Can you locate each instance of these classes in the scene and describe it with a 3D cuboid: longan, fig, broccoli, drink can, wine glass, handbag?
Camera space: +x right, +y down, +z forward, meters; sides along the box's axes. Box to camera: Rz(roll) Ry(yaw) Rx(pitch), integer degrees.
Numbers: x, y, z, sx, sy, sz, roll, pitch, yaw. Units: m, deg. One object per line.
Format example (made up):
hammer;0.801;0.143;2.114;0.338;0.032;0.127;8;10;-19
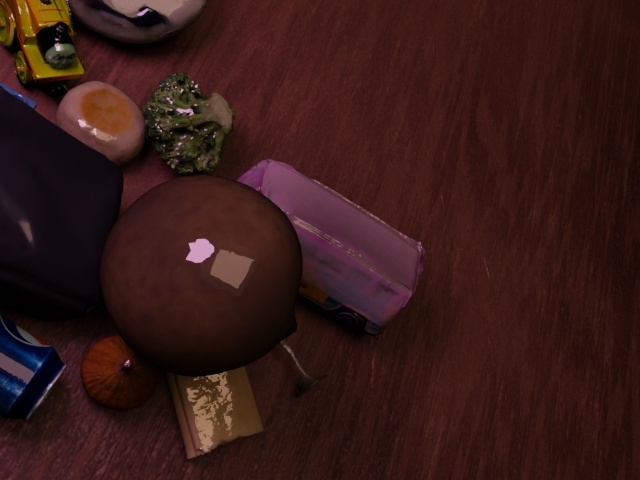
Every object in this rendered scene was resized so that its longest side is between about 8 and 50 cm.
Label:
longan;-0.168;0.051;0.996;0.319;0.319;0.319;11;66;-24
fig;-0.300;0.185;1.030;0.119;0.153;0.119;15;41;-14
broccoli;-0.233;-0.208;1.208;0.195;0.156;0.195;13;68;-36
drink can;-0.471;0.163;0.957;0.205;0.118;0.118;37;58;-12
wine glass;-0.089;0.152;1.197;0.074;0.074;0.262;-32;85;-34
handbag;-0.451;-0.050;0.978;0.302;0.178;0.275;37;49;-52

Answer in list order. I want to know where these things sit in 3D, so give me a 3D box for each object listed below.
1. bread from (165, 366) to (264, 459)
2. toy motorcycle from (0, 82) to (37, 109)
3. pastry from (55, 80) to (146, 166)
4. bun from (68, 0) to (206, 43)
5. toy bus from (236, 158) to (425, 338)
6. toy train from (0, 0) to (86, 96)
bread;-0.175;0.249;1.114;0.139;0.060;0.178;-13;77;-31
toy motorcycle;-0.614;-0.257;0.980;0.416;0.232;0.172;31;48;-15
pastry;-0.375;-0.203;1.173;0.156;0.092;0.156;15;62;-30
bun;-0.356;-0.495;1.257;0.283;0.179;0.283;-1;93;-23
toy bus;0.000;0.000;1.224;0.386;0.162;0.171;30;40;-14
toy train;-0.490;-0.394;1.148;0.100;0.160;0.296;-19;80;-39
